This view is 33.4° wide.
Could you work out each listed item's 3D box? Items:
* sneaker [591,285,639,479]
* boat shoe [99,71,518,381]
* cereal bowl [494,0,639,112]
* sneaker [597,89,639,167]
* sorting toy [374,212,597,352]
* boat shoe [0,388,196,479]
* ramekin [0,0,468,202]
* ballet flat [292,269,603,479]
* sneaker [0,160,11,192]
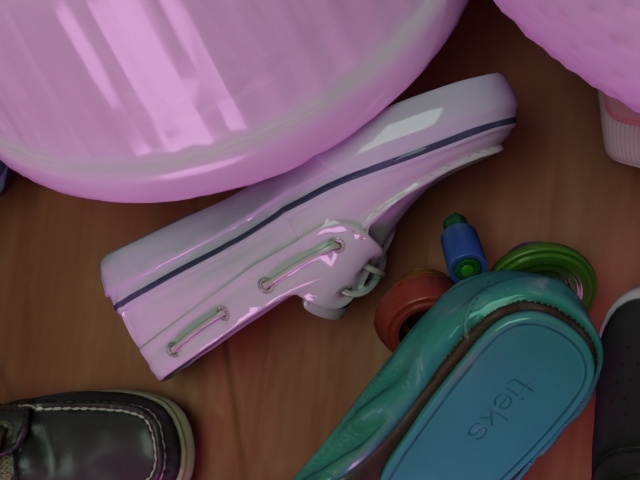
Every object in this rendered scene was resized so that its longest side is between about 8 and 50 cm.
[{"bbox_3d":[0.124,0.160,0.380,0.104,0.146,0.296,-19,75,50],"label":"sneaker"},{"bbox_3d":[0.000,0.000,0.506,0.226,0.083,0.076,-26,86,27],"label":"boat shoe"},{"bbox_3d":[0.196,-0.151,0.381,0.338,0.141,0.339,-4,56,6],"label":"cereal bowl"},{"bbox_3d":[0.184,-0.057,0.455,0.134,0.051,0.070,1,105,8],"label":"sneaker"},{"bbox_3d":[0.071,0.017,0.489,0.101,0.061,0.042,-18,34,10],"label":"sorting toy"},{"bbox_3d":[-0.174,0.123,0.547,0.223,0.073,0.080,-11,79,19],"label":"boat shoe"},{"bbox_3d":[-0.072,-0.160,0.469,0.272,0.127,0.273,-9,56,14],"label":"ramekin"},{"bbox_3d":[0.029,0.111,0.465,0.083,0.087,0.247,37,105,-5],"label":"ballet flat"},{"bbox_3d":[-0.219,-0.081,0.593,0.122,0.110,0.283,18,86,-1],"label":"sneaker"}]
